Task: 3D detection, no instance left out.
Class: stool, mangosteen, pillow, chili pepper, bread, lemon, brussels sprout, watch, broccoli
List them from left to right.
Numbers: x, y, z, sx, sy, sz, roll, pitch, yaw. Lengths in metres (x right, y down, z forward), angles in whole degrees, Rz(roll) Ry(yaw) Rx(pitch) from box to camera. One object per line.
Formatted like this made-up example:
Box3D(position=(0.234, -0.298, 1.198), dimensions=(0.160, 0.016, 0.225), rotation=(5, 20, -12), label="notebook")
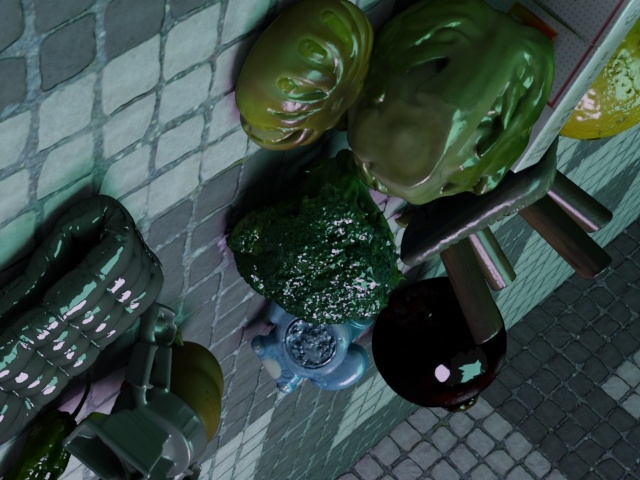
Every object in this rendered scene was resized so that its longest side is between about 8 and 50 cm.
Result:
Box3D(position=(-0.325, 0.103, 1.392), dimensions=(0.326, 0.101, 0.228), rotation=(-42, 164, -10), label="pillow")
Box3D(position=(-0.381, 0.287, 1.686), dimensions=(0.072, 0.073, 0.204), rotation=(10, 121, -52), label="chili pepper")
Box3D(position=(-0.011, -0.198, 1.453), dimensions=(0.213, 0.105, 0.213), rotation=(-43, 160, -20), label="bread")
Box3D(position=(-0.010, 0.157, 2.098), dimensions=(0.211, 0.211, 0.193), rotation=(-52, 179, 13), label="watch")
Box3D(position=(0.000, 0.000, 1.740), dimensions=(0.294, 0.265, 0.245), rotation=(114, -9, -58), label="broccoli")
Box3D(position=(0.259, 0.237, 2.590), dimensions=(0.297, 0.297, 0.313), rotation=(-30, 117, -41), label="mangosteen")
Box3D(position=(0.181, -0.191, 1.650), dimensions=(0.328, 0.247, 0.328), rotation=(-42, 143, -42), label="brussels sprout")
Box3D(position=(0.325, -0.017, 2.058), dimensions=(0.310, 0.226, 0.310), rotation=(-35, -172, 25), label="stool")
Box3D(position=(0.424, -0.306, 1.928), dimensions=(0.258, 0.258, 0.310), rotation=(-36, 130, -29), label="lemon")

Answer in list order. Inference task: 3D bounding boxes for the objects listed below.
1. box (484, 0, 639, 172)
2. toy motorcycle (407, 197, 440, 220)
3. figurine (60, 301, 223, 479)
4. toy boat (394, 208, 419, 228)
Box3D(position=(0.314, -0.296, 1.788), dimensions=(0.095, 0.210, 0.330), rotation=(-23, 151, -52), label="box")
Box3D(position=(0.181, -0.147, 1.990), dimensions=(0.198, 0.109, 0.296), rotation=(-58, 168, -7), label="toy motorcycle")
Box3D(position=(-0.233, 0.256, 1.725), dimensions=(0.285, 0.167, 0.342), rotation=(-55, 169, -47), label="figurine")
Box3D(position=(0.200, -0.053, 2.265), dimensions=(0.172, 0.065, 0.066), rotation=(-30, 133, -43), label="toy boat")
